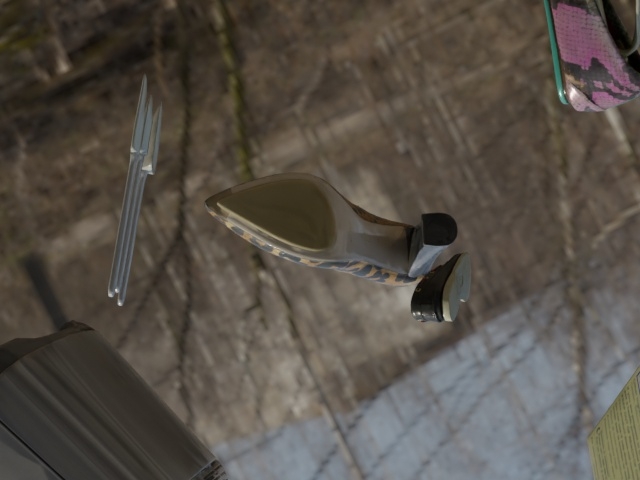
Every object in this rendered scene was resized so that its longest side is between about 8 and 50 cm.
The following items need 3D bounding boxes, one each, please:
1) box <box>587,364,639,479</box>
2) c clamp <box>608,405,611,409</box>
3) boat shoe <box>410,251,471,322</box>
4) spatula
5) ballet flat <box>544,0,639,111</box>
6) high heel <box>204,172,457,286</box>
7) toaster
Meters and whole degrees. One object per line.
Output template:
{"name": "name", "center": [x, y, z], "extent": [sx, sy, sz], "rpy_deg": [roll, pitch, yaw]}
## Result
{"name": "box", "center": [0.372, 0.168, 1.390], "extent": [0.213, 0.117, 0.243], "rpy_deg": [2, 147, -11]}
{"name": "c clamp", "center": [0.394, 0.184, 1.638], "extent": [0.160, 0.137, 0.022], "rpy_deg": [-32, -162, 14]}
{"name": "boat shoe", "center": [0.118, 0.043, 1.555], "extent": [0.042, 0.049, 0.133], "rpy_deg": [-1, -163, 19]}
{"name": "spatula", "center": [-0.204, -0.049, 1.809], "extent": [0.019, 0.242, 0.168], "rpy_deg": [8, 172, -2]}
{"name": "ballet flat", "center": [0.168, -0.193, 1.053], "extent": [0.079, 0.222, 0.077], "rpy_deg": [-13, -167, 23]}
{"name": "high heel", "center": [0.000, 0.000, 1.708], "extent": [0.261, 0.093, 0.186], "rpy_deg": [8, 165, -8]}
{"name": "toaster", "center": [-0.145, 0.139, 0.946], "extent": [0.129, 0.146, 0.227], "rpy_deg": [-46, 176, 7]}
